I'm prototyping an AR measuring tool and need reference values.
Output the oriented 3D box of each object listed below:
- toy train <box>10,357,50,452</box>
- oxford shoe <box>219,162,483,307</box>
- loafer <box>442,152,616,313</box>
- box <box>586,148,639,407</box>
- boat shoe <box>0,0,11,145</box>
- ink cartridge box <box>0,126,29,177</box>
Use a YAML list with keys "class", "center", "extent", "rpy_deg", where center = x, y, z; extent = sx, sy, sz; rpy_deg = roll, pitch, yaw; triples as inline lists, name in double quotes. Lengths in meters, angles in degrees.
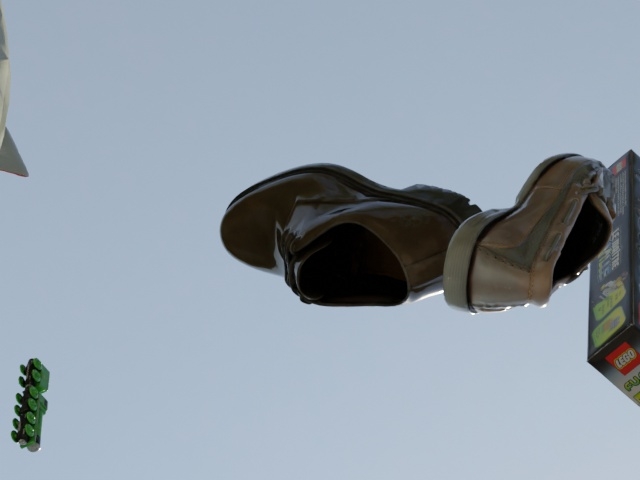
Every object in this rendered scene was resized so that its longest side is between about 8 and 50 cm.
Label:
- class: "toy train"
  center: [-0.200, 0.115, 1.378]
  extent: [0.017, 0.023, 0.083]
  rpy_deg: [-25, -144, 17]
- class: "oxford shoe"
  center: [0.000, 0.000, 1.322]
  extent: [0.227, 0.096, 0.083]
  rpy_deg: [3, -67, 47]
- class: "loafer"
  center: [0.086, 0.001, 0.713]
  extent: [0.039, 0.125, 0.045]
  rpy_deg: [12, -68, 26]
- class: "box"
  center: [0.210, 0.038, 1.171]
  extent: [0.114, 0.207, 0.036]
  rpy_deg: [40, -62, -14]
- class: "boat shoe"
  center: [-0.302, -0.192, 0.755]
  extent: [0.187, 0.156, 0.500]
  rpy_deg: [-43, -102, 34]
- class: "ink cartridge box"
  center: [-0.439, -0.126, 1.441]
  extent: [0.091, 0.385, 0.308]
  rpy_deg: [-63, -142, 25]
